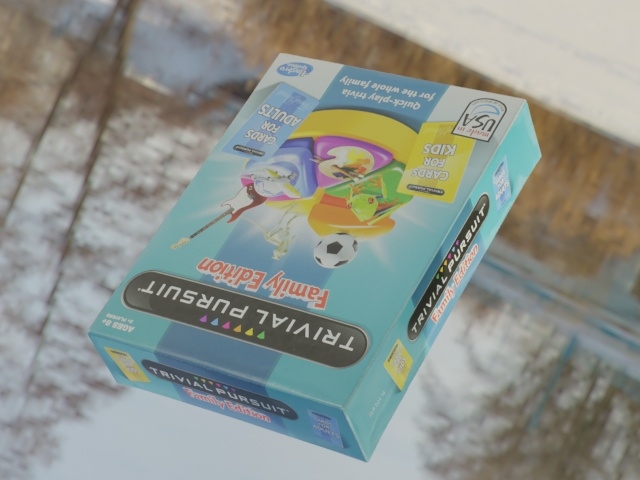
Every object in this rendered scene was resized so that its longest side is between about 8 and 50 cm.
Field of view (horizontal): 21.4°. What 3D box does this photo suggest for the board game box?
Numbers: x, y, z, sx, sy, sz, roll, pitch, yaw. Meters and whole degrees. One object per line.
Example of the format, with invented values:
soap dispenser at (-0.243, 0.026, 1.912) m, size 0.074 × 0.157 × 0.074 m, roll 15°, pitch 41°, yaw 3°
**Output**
board game box at (0.000, 0.000, 1.434) m, size 0.253 × 0.336 × 0.079 m, roll 14°, pitch 146°, yaw 30°
